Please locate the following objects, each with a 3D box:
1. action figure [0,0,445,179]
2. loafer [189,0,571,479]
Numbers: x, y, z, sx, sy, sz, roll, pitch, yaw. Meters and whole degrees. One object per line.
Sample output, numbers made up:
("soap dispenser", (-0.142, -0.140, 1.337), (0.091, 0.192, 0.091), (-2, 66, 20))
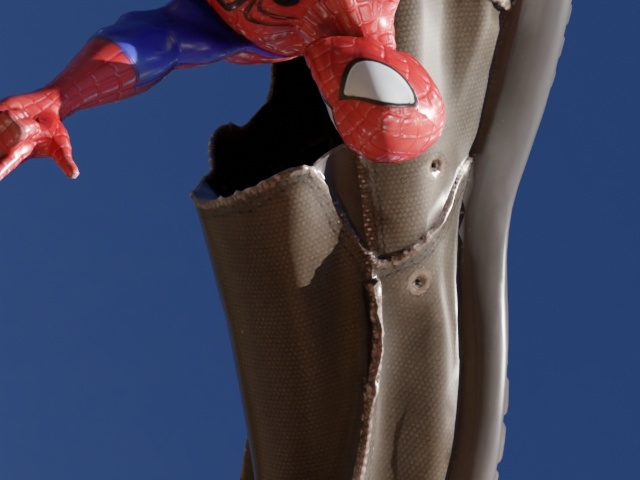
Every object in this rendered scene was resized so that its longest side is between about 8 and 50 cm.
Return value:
("action figure", (-0.073, -0.125, 0.512), (0.280, 0.139, 0.091), (53, -49, 6))
("loafer", (0.000, 0.000, 0.802), (0.134, 0.130, 0.366), (20, -77, 64))
